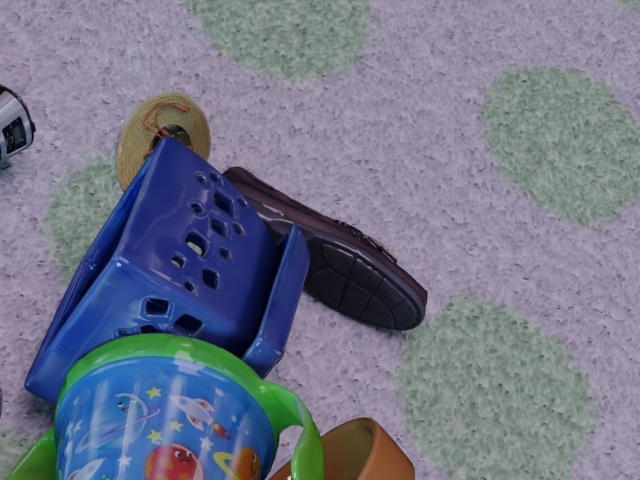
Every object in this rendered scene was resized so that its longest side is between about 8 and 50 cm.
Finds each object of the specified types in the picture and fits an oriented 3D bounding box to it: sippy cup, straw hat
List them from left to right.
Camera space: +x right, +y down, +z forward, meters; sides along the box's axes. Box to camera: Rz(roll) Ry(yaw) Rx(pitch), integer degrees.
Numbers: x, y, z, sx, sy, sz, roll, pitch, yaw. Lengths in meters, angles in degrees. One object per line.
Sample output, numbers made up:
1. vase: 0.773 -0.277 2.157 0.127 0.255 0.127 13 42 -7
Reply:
1. sippy cup: -0.164 0.249 1.602 0.240 0.305 0.224 31 34 -17
2. straw hat: -0.175 -0.103 1.977 0.061 0.144 0.144 31 33 -58

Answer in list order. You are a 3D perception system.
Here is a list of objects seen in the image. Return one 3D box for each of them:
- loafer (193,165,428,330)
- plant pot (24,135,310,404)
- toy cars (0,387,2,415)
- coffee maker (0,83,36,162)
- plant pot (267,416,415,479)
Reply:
1. loafer: 0.000 0.000 1.956 0.303 0.109 0.095 27 47 1
2. plant pot: -0.151 0.069 1.749 0.212 0.236 0.236 29 37 -11
3. toy cars: -0.441 0.130 1.631 0.176 0.087 0.393 -37 87 -22
4. coffee maker: -0.441 -0.118 1.847 0.171 0.120 0.178 38 51 7
5. plant pot: 0.023 0.349 1.633 0.203 0.291 0.291 44 51 -10
